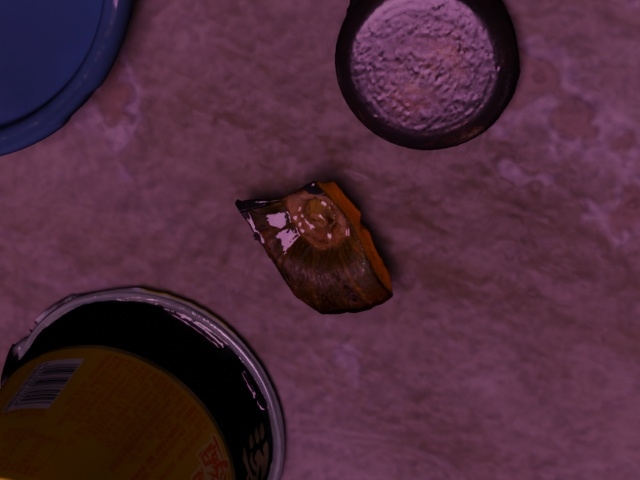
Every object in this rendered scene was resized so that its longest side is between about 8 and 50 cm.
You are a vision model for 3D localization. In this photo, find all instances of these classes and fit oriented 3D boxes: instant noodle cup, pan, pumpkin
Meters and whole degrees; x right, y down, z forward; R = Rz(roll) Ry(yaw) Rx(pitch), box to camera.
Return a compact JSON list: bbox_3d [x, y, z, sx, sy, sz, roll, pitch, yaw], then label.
[{"bbox_3d":[-0.154,0.164,0.983,0.216,0.236,0.215,5,110,15],"label":"instant noodle cup"},{"bbox_3d":[0.034,-0.147,0.908,0.115,0.040,0.212,-35,98,21],"label":"pan"},{"bbox_3d":[0.000,0.001,0.983,0.073,0.035,0.101,-22,107,35],"label":"pumpkin"}]

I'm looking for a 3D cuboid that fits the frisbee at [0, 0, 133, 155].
[{"bbox_3d":[-0.251,-0.191,0.973,0.290,0.049,0.289,5,114,12],"label":"frisbee"}]
